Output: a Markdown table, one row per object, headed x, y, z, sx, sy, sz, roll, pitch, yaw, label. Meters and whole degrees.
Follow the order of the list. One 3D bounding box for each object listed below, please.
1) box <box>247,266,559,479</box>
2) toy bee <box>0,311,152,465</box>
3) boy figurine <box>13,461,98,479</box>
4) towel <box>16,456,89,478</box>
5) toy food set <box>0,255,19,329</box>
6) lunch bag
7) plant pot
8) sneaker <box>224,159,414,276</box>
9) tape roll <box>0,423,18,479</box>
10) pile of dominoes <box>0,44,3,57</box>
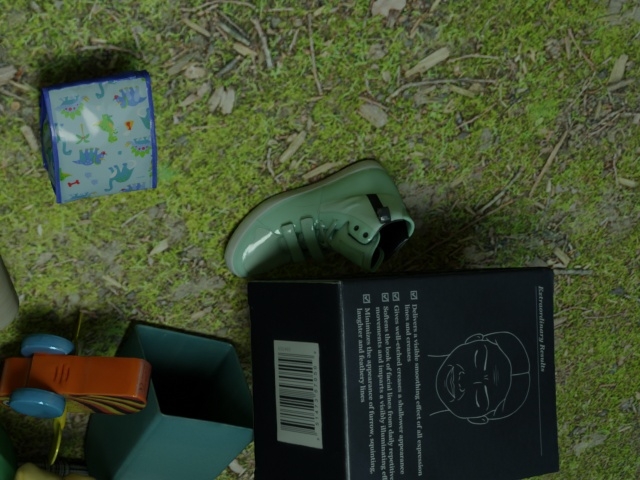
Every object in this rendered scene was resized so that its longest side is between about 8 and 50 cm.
| x | y | z | sx | sy | sz | roll | pitch | yaw | label |
| --- | --- | --- | --- | --- | --- | --- | --- | --- | --- |
| 0.119 | 0.188 | 1.783 | 0.395 | 0.212 | 0.293 | -1 | 89 | -38 | box |
| -0.361 | 0.180 | 1.709 | 0.195 | 0.298 | 0.162 | -61 | 168 | -21 | toy bee |
| -0.342 | 0.365 | 1.713 | 0.177 | 0.092 | 0.285 | -14 | 154 | -9 | boy figurine |
| -0.381 | 0.468 | 1.962 | 0.312 | 0.056 | 0.324 | 14 | 117 | -35 | towel |
| -0.540 | 0.045 | 1.553 | 0.306 | 0.092 | 0.220 | -22 | 120 | -12 | toy food set |
| -0.264 | -0.131 | 1.543 | 0.129 | 0.096 | 0.151 | -12 | 138 | -18 | lunch bag |
| -0.228 | 0.266 | 1.825 | 0.165 | 0.166 | 0.234 | 16 | 125 | -35 | plant pot |
| 0.000 | -0.001 | 1.740 | 0.256 | 0.151 | 0.094 | -29 | 134 | -3 | sneaker |
| -0.562 | 0.339 | 1.726 | 0.321 | 0.077 | 0.321 | -11 | 129 | -14 | tape roll |
| -0.468 | -0.143 | 1.422 | 0.196 | 0.040 | 0.251 | 18 | 98 | -35 | pile of dominoes |
